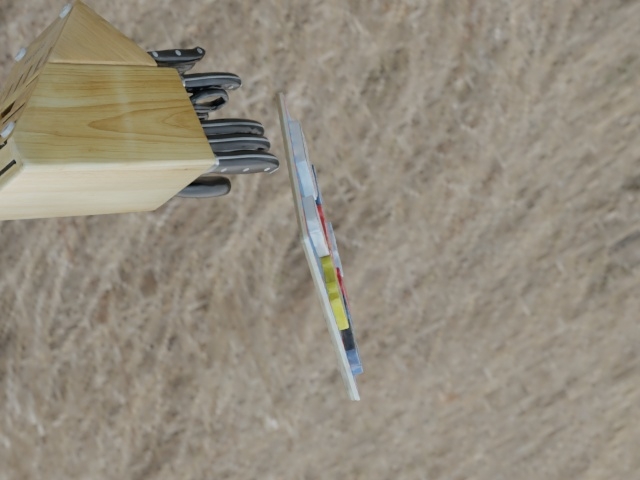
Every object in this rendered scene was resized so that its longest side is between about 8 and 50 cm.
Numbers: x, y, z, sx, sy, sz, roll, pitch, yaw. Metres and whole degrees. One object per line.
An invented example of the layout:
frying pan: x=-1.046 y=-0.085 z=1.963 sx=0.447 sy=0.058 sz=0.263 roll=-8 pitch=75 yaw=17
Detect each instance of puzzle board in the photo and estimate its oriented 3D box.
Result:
puzzle board: x=0.000 y=0.000 z=0.685 sx=0.011 sy=0.128 sz=0.096 roll=-15 pitch=125 yaw=2

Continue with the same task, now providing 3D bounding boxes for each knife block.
knife block: x=-0.151 y=-0.069 z=1.199 sx=0.242 sy=0.275 sz=0.088 roll=38 pitch=127 yaw=-22
